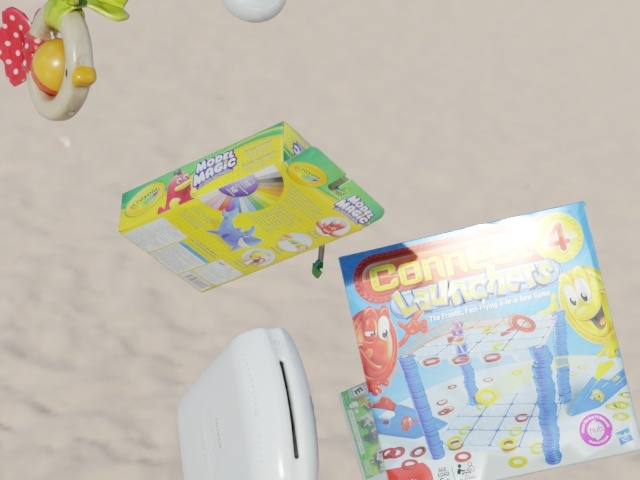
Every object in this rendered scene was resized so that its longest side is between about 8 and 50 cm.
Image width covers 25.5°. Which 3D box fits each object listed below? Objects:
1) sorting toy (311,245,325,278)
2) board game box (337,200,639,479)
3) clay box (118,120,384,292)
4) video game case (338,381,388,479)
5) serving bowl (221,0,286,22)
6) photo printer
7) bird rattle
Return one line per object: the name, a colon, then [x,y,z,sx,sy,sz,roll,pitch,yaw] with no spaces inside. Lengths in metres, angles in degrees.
sorting toy: [0.000,0.000,1.590,0.012,0.062,0.083,6,51,0]
board game box: [0.203,0.133,1.708,0.308,0.302,0.086,-14,-5,7]
clay box: [-0.062,-0.032,1.312,0.222,0.127,0.053,-22,49,27]
video game case: [0.135,0.259,2.029,0.193,0.023,0.212,-24,38,5]
serving bowl: [-0.077,-0.299,1.656,0.083,0.083,0.027,-6,-13,-15]
photo printer: [-0.103,0.283,2.025,0.107,0.256,0.307,3,-29,-27]
bird rattle: [-0.377,-0.264,1.954,0.143,0.207,0.253,6,-28,-42]
